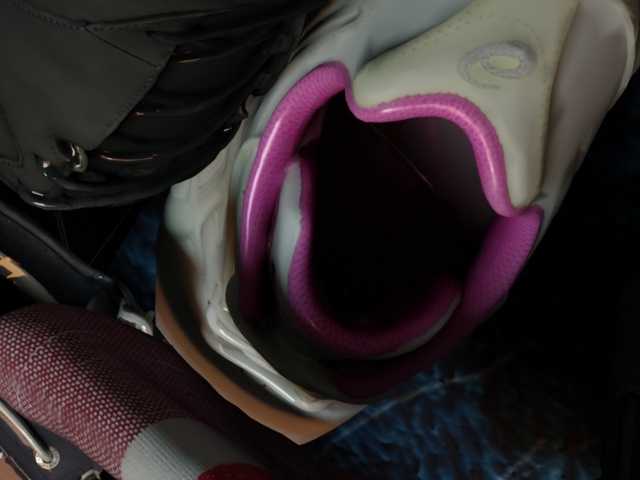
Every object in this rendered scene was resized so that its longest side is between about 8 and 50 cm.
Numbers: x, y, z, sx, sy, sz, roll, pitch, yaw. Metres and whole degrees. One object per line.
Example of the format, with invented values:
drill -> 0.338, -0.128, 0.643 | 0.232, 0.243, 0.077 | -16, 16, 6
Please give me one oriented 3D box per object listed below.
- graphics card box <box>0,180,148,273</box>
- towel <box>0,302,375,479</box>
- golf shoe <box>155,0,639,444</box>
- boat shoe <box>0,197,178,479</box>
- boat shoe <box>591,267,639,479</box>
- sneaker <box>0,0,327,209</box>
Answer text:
graphics card box -> -0.264, -0.019, 0.657 | 0.371, 0.094, 0.233 | -24, 118, 41
towel -> 0.088, 0.125, 0.397 | 0.329, 0.037, 0.237 | 28, 175, 38
golf shoe -> 0.000, 0.000, 0.503 | 0.115, 0.140, 0.306 | 28, 140, -2
boat shoe -> -0.083, 0.043, 0.508 | 0.206, 0.075, 0.065 | 39, 138, -13
boat shoe -> 0.128, 0.116, 0.583 | 0.092, 0.103, 0.285 | 23, 139, 20
sneaker -> -0.043, -0.068, 0.405 | 0.286, 0.109, 0.130 | 16, 117, 60
